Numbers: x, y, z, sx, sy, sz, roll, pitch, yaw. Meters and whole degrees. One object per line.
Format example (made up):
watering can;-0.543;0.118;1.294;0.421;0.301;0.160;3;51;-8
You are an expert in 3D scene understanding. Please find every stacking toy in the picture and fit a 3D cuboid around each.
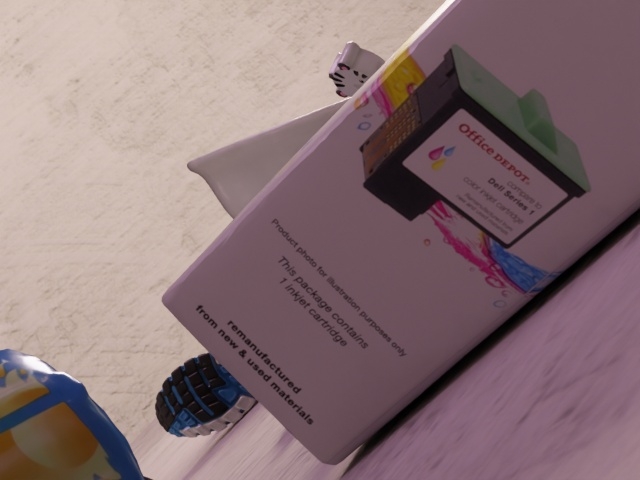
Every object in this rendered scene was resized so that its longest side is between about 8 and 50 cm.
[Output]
stacking toy;0.000;0.000;0.997;0.221;0.052;0.167;94;-160;-64

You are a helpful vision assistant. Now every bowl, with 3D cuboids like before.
bowl;0.026;-0.071;1.598;0.298;0.134;0.298;-21;3;1

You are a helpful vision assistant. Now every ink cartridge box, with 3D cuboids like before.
ink cartridge box;0.084;-0.053;0.731;0.278;0.117;0.201;-44;2;29

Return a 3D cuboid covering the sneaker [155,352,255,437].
sneaker;-0.065;0.113;1.441;0.191;0.071;0.083;-37;-4;2

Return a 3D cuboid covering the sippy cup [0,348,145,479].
sippy cup;-0.202;0.173;0.783;0.224;0.240;0.305;-34;4;-33

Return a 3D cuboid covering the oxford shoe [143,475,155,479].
oxford shoe;-0.155;0.218;1.022;0.227;0.083;0.096;-41;26;44
